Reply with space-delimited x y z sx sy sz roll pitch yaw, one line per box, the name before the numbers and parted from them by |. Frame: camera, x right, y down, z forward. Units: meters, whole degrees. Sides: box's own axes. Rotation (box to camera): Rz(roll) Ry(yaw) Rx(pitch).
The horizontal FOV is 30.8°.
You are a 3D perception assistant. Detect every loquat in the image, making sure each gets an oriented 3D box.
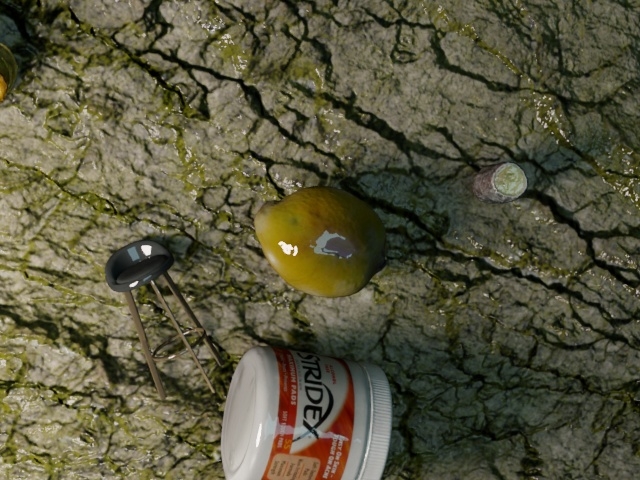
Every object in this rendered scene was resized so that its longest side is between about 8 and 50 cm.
loquat | 0.000 0.000 1.605 0.195 0.152 0.152 19 91 -9

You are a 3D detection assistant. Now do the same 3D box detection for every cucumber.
cucumber | 0.263 -0.081 1.684 0.064 0.112 0.064 0 91 -10

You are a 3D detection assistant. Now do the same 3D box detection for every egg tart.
egg tart | -0.439 -0.198 1.476 0.130 0.052 0.130 -31 145 -24

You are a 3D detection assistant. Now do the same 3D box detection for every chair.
chair | -0.207 0.107 1.580 0.104 0.095 0.221 -31 103 -22

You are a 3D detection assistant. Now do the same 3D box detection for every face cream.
face cream | -0.023 0.253 1.592 0.187 0.201 0.201 11 93 -16
